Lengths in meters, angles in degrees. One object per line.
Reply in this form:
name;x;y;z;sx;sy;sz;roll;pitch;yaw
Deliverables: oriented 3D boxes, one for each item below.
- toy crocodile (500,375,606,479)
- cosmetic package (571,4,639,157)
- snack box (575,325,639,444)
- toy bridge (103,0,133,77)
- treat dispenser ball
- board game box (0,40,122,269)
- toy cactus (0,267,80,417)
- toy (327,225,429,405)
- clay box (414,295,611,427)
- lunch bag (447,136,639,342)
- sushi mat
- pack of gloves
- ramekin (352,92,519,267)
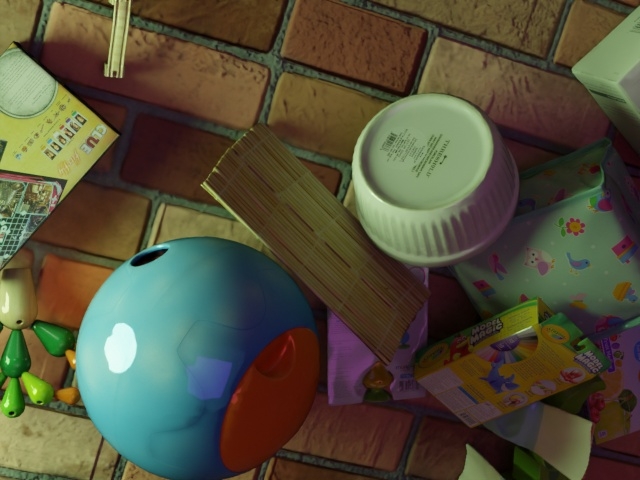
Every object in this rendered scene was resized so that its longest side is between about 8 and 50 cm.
toy crocodile;0.307;0.318;1.646;0.105;0.115;0.340;-5;114;-26
cosmetic package;0.497;-0.207;1.558;0.224;0.138;0.225;-43;111;0
snack box;0.451;0.168;1.677;0.207;0.070;0.174;-18;107;-10
toy bridge;-0.232;-0.284;1.398;0.026;0.063;0.188;5;103;-15
treat dispenser ball;-0.142;0.139;1.410;0.288;0.288;0.288;-3;105;-13
board game box;-0.376;-0.089;1.410;0.165;0.042;0.243;42;92;-9
toy cactus;-0.368;0.125;1.465;0.219;0.112;0.180;0;85;-11
toy;0.070;0.093;1.571;0.137;0.056;0.237;-3;99;-15
clay box;0.245;0.153;1.526;0.222;0.053;0.127;-29;124;29
lunch bag;0.299;0.022;1.554;0.262;0.160;0.223;-23;113;30
sushi mat;0.000;0.000;1.463;0.316;0.151;0.019;45;135;-5
pack of gloves;0.250;0.293;1.573;0.046;0.232;0.195;2;102;-31
ramekin;0.135;-0.081;1.454;0.207;0.207;0.109;-34;151;-3
